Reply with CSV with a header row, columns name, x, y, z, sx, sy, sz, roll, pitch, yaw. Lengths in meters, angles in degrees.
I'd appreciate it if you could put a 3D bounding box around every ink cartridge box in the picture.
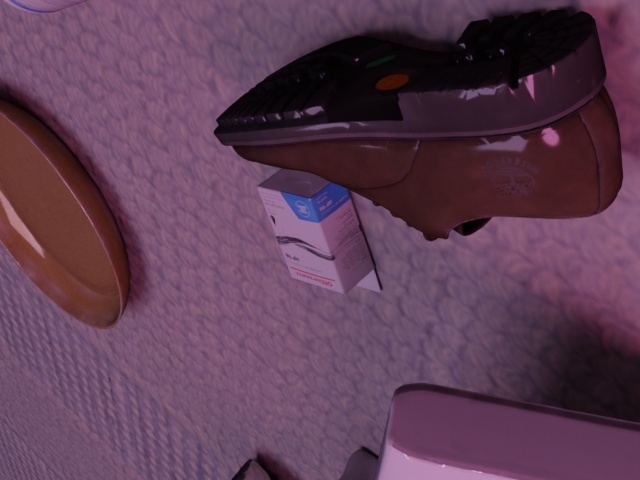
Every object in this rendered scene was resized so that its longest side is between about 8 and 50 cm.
name,x,y,z,sx,sy,sz,roll,pitch,yaw
ink cartridge box,0.000,0.000,0.614,0.048,0.028,0.083,15,135,46

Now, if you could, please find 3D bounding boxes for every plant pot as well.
name,x,y,z,sx,sy,sz,roll,pitch,yaw
plant pot,-0.239,-0.028,0.910,0.236,0.032,0.236,34,146,27

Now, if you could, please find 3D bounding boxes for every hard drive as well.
name,x,y,z,sx,sy,sz,roll,pitch,yaw
hard drive,0.118,0.187,0.551,0.203,0.040,0.307,10,141,4

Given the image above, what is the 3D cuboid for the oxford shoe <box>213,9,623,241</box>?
name,x,y,z,sx,sy,sz,roll,pitch,yaw
oxford shoe,0.032,-0.039,0.476,0.227,0.083,0.096,11,135,50

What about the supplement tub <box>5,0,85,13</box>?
name,x,y,z,sx,sy,sz,roll,pitch,yaw
supplement tub,-0.140,-0.167,0.583,0.107,0.071,0.071,4,126,52

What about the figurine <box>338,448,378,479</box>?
name,x,y,z,sx,sy,sz,roll,pitch,yaw
figurine,-0.010,0.279,0.752,0.092,0.209,0.215,34,146,27

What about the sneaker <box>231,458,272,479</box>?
name,x,y,z,sx,sy,sz,roll,pitch,yaw
sneaker,-0.068,0.303,0.974,0.110,0.107,0.275,36,148,8
